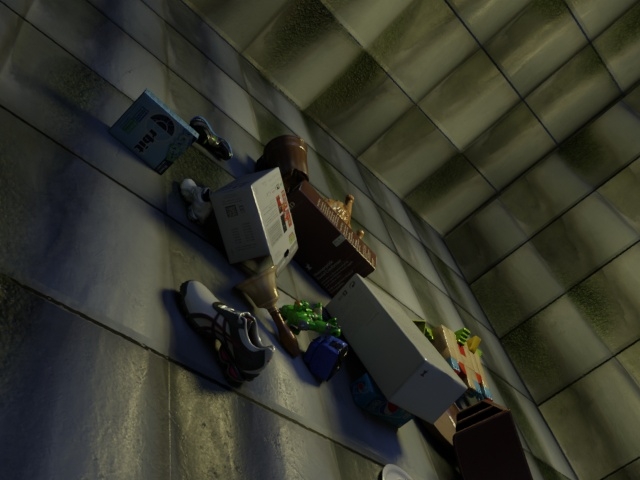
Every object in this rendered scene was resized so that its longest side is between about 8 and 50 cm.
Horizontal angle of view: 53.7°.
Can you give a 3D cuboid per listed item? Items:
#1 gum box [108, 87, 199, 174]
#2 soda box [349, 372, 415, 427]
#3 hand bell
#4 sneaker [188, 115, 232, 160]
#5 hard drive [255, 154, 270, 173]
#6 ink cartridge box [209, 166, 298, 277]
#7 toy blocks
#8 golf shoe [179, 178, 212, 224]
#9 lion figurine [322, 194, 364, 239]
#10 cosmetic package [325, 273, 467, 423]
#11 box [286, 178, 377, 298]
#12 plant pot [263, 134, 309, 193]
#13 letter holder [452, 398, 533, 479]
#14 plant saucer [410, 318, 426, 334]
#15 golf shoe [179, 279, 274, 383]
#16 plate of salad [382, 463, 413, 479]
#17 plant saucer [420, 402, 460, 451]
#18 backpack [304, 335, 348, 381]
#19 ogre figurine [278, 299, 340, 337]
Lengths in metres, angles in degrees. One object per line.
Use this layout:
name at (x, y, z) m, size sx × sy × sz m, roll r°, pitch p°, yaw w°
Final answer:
gum box at (-0.455, -0.295, 1.729) m, size 0.184 × 0.157 × 0.041 m, roll 41°, pitch 19°, yaw -23°
soda box at (0.181, 0.467, 1.833) m, size 0.210 × 0.067 × 0.071 m, roll 36°, pitch 22°, yaw -34°
hand bell at (-0.118, 0.198, 1.666) m, size 0.242 × 0.126 × 0.126 m, roll 63°, pitch 18°, yaw 0°
sneaker at (-0.382, -0.342, 2.173) m, size 0.188 × 0.067 × 0.078 m, roll 46°, pitch 39°, yaw -14°
hard drive at (-0.146, -0.175, 2.367) m, size 0.237 × 0.064 × 0.339 m, roll 41°, pitch 19°, yaw -24°
ink cartridge box at (-0.182, -0.049, 1.852) m, size 0.309 × 0.130 × 0.272 m, roll -56°, pitch 133°, yaw -72°
toy blocks at (0.540, 0.507, 2.475) m, size 0.381 × 0.190 × 0.261 m, roll 34°, pitch 34°, yaw -40°
golf shoe at (-0.339, -0.126, 1.778) m, size 0.069 × 0.086 × 0.176 m, roll 27°, pitch 27°, yaw -46°
lion figurine at (0.078, -0.012, 2.372) m, size 0.240 × 0.142 × 0.392 m, roll -73°, pitch 144°, yaw -52°
cosmetic package at (0.219, 0.319, 1.929) m, size 0.230 × 0.161 × 0.453 m, roll 36°, pitch 9°, yaw -36°
box at (0.000, 0.000, 2.152) m, size 0.381 × 0.191 × 0.143 m, roll 46°, pitch 18°, yaw -9°
plant pot at (-0.116, -0.267, 2.290) m, size 0.167 × 0.167 × 0.165 m, roll 33°, pitch 33°, yaw -42°
letter holder at (0.507, 0.687, 1.960) m, size 0.152 × 0.214 × 0.302 m, roll 174°, pitch -104°, yaw -76°
plant saucer at (0.309, 0.370, 2.238) m, size 0.045 × 0.188 × 0.188 m, roll 8°, pitch -3°, yaw 29°
golf shoe at (-0.206, 0.183, 1.414) m, size 0.273 × 0.120 × 0.105 m, roll 52°, pitch 20°, yaw 12°
plate of salad at (0.230, 0.654, 1.600) m, size 0.200 × 0.048 × 0.200 m, roll 43°, pitch 19°, yaw -19°
plant saucer at (0.402, 0.591, 2.136) m, size 0.310 × 0.050 × 0.310 m, roll 42°, pitch 19°, yaw -18°
backpack at (0.020, 0.308, 1.726) m, size 0.101 × 0.098 × 0.120 m, roll 33°, pitch 16°, yaw 15°
ogre figurine at (-0.036, 0.218, 1.749) m, size 0.118 × 0.097 × 0.197 m, roll 11°, pitch 28°, yaw -32°
